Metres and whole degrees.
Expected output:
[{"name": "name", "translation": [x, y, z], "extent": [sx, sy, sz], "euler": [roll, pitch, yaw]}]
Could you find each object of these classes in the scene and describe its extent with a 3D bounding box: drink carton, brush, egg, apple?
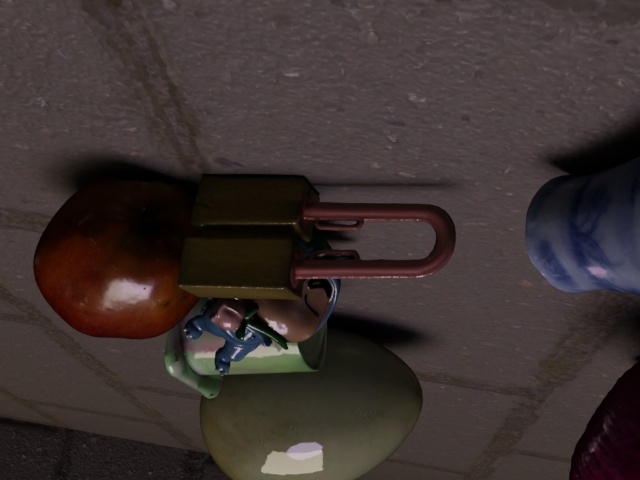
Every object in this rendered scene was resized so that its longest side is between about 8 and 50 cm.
[{"name": "drink carton", "translation": [-0.073, 0.087, 1.075], "extent": [0.142, 0.144, 0.146], "euler": [-6, 157, 17]}, {"name": "brush", "translation": [0.000, 0.000, 0.824], "extent": [0.233, 0.103, 0.047], "euler": [1, 160, 22]}, {"name": "egg", "translation": [-0.013, 0.212, 1.261], "extent": [0.295, 0.218, 0.218], "euler": [-13, 152, 25]}, {"name": "apple", "translation": [-0.180, 0.018, 0.913], "extent": [0.156, 0.147, 0.158], "euler": [35, 157, -4]}]

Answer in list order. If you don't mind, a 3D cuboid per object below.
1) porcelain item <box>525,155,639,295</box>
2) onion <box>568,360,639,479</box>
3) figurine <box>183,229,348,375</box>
[{"name": "porcelain item", "translation": [0.245, -0.013, 0.621], "extent": [0.141, 0.141, 0.259], "euler": [21, 168, -28]}, {"name": "onion", "translation": [0.408, 0.230, 1.025], "extent": [0.347, 0.348, 0.385], "euler": [15, -165, -12]}, {"name": "figurine", "translation": [-0.056, 0.068, 0.935], "extent": [0.114, 0.144, 0.178], "euler": [42, 119, -13]}]
